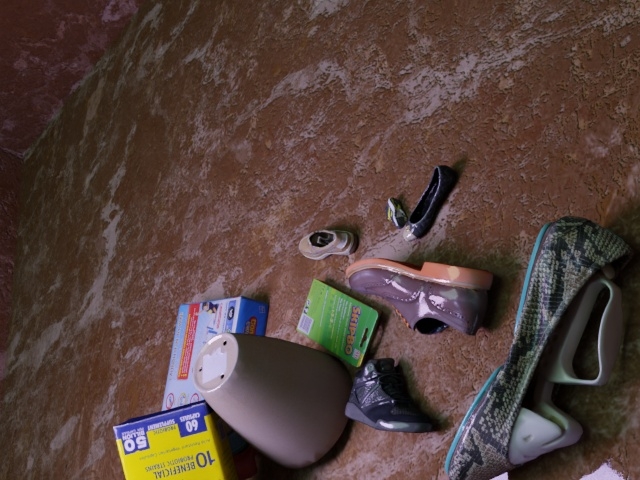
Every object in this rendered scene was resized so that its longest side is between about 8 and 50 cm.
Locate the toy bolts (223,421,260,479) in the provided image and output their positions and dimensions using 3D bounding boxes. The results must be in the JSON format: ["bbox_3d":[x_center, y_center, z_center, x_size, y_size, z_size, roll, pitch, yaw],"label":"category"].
[{"bbox_3d":[-0.256,0.471,2.164,0.228,0.158,0.218,-23,20,24],"label":"toy bolts"}]

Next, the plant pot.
[{"bbox_3d":[-0.119,0.299,1.984,0.256,0.274,0.256,-26,48,32],"label":"plant pot"}]

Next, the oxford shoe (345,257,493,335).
[{"bbox_3d":[0.166,0.107,1.852,0.364,0.130,0.132,3,84,56],"label":"oxford shoe"}]

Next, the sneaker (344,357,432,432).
[{"bbox_3d":[0.130,0.293,1.848,0.227,0.087,0.130,9,89,61],"label":"sneaker"}]

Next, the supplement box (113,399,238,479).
[{"bbox_3d":[-0.271,0.520,2.003,0.195,0.194,0.356,78,176,-85],"label":"supplement box"}]

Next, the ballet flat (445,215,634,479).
[{"bbox_3d":[0.355,0.202,1.529,0.182,0.164,0.482,25,95,36],"label":"ballet flat"}]

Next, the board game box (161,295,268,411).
[{"bbox_3d":[-0.264,0.304,2.410,0.302,0.086,0.308,-11,67,53],"label":"board game box"}]

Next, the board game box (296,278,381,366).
[{"bbox_3d":[0.041,0.174,2.078,0.259,0.039,0.124,25,97,59],"label":"board game box"}]

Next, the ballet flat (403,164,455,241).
[{"bbox_3d":[0.207,-0.076,1.940,0.173,0.049,0.057,-61,34,16],"label":"ballet flat"}]

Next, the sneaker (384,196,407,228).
[{"bbox_3d":[0.156,-0.051,2.026,0.083,0.031,0.035,-102,30,-43],"label":"sneaker"}]

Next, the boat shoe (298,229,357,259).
[{"bbox_3d":[0.000,0.000,2.181,0.190,0.072,0.068,-11,66,53],"label":"boat shoe"}]
